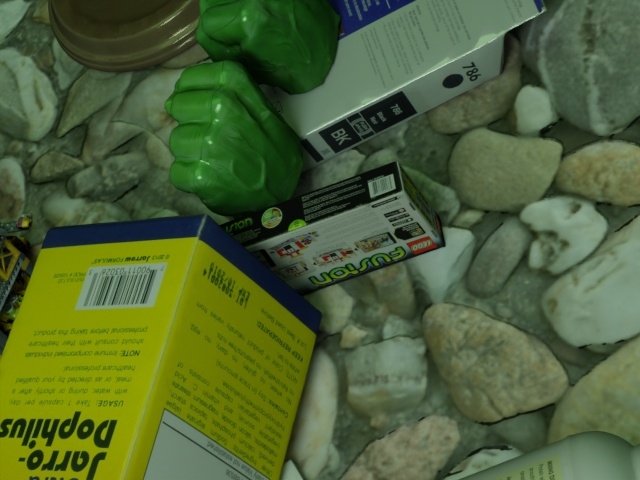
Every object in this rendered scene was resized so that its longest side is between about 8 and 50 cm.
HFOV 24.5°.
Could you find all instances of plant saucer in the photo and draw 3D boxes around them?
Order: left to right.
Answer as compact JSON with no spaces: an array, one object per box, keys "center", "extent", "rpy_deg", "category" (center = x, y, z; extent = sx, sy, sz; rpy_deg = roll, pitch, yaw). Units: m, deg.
[{"center":[-0.202,-0.321,1.701],"extent":[0.278,0.041,0.277],"rpy_deg":[-12,58,20],"category":"plant saucer"}]

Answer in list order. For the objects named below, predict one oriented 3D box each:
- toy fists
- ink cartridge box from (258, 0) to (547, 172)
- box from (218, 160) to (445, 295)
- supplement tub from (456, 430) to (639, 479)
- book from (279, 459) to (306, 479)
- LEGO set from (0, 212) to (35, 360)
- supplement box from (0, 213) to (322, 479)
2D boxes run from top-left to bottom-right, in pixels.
[{"center":[-0.071,-0.156,1.403],"extent":[0.096,0.142,0.279],"rpy_deg":[5,66,29],"category":"toy fists"},{"center":[0.062,-0.196,1.482],"extent":[0.333,0.065,0.165],"rpy_deg":[-26,55,14],"category":"ink cartridge box"},{"center":[0.000,0.000,1.375],"extent":[0.207,0.114,0.036],"rpy_deg":[-19,56,16],"category":"box"},{"center":[0.155,0.279,1.067],"extent":[0.325,0.235,0.235],"rpy_deg":[-24,56,14],"category":"supplement tub"},{"center":[-0.028,0.276,1.291],"extent":[0.096,0.035,0.144],"rpy_deg":[-38,50,2],"category":"book"},{"center":[-0.434,0.084,1.474],"extent":[0.255,0.192,0.331],"rpy_deg":[9,60,34],"category":"LEGO set"},{"center":[-0.165,0.180,1.285],"extent":[0.195,0.194,0.356],"rpy_deg":[-4,58,35],"category":"supplement box"}]
